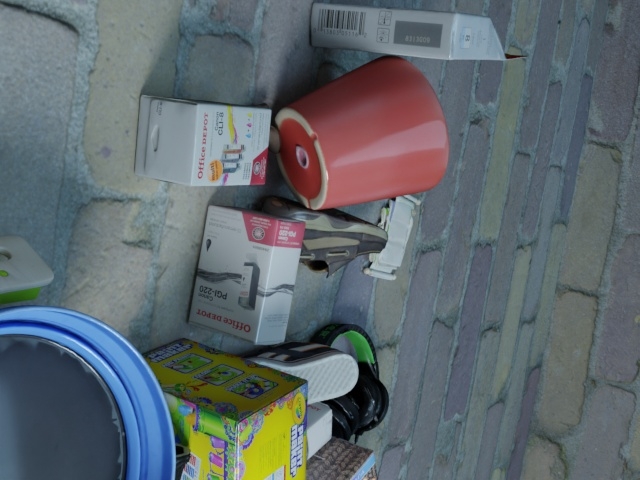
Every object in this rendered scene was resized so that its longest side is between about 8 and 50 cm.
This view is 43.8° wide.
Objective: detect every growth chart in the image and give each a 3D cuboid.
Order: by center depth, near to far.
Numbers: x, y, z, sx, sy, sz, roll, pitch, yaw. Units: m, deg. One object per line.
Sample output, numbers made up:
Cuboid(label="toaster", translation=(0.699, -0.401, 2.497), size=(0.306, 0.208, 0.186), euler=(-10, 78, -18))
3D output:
Cuboid(label="growth chart", translation=(0.175, -0.015, 1.926), size=(0.172, 0.021, 0.237), euler=(30, 76, -55))

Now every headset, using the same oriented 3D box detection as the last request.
Cuboid(label="headset", translation=(0.076, 0.382, 1.765), size=(0.243, 0.185, 0.394), euler=(-12, 99, -53))

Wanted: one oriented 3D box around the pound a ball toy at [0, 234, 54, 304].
Cuboid(label="pound a ball toy", translation=(-0.498, 0.104, 0.911), size=(0.319, 0.135, 0.208), euler=(-11, 135, -54))

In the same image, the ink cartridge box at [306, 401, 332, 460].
Cuboid(label="ink cartridge box", translation=(-0.086, 0.385, 1.567), size=(0.190, 0.139, 0.082), euler=(-28, 124, -49))

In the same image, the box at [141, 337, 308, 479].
Cuboid(label="box", translation=(-0.183, 0.348, 1.289), size=(0.177, 0.279, 0.290), euler=(-20, 117, -52))

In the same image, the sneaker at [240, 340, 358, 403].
Cuboid(label="sneaker", translation=(-0.092, 0.272, 1.554), size=(0.321, 0.127, 0.126), euler=(-2, 97, -30))

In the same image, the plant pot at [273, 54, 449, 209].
Cuboid(label="plant pot", translation=(0.062, -0.185, 1.477), size=(0.243, 0.275, 0.275), euler=(-21, 120, -25))

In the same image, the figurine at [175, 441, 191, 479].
Cuboid(label="figurine", translation=(-0.313, 0.381, 1.176), size=(0.092, 0.214, 0.209), euler=(12, 93, -63))

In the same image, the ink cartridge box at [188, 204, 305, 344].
Cuboid(label="ink cartridge box", translation=(-0.129, 0.058, 1.379), size=(0.092, 0.158, 0.218), euler=(2, 99, -57))

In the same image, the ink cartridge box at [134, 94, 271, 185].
Cuboid(label="ink cartridge box", translation=(-0.184, -0.156, 1.256), size=(0.176, 0.127, 0.128), euler=(-8, 108, -54))

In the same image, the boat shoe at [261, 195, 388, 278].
Cuboid(label="boat shoe", translation=(0.000, 0.000, 1.602), size=(0.355, 0.132, 0.130), euler=(11, 101, -48))

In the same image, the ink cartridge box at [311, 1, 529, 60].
Cuboid(label="ink cartridge box", translation=(0.213, -0.416, 1.591), size=(0.385, 0.308, 0.091), euler=(-19, 117, -52))

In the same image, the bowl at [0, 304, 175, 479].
Cuboid(label="bowl", translation=(-0.341, 0.271, 0.899), size=(0.391, 0.077, 0.391), euler=(8, 80, -48))

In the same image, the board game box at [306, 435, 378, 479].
Cuboid(label="board game box", translation=(-0.006, 0.552, 1.659), size=(0.141, 0.232, 0.291), euler=(-39, 130, -43))

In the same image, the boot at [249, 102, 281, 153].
Cuboid(label="boot", translation=(-0.118, -0.188, 1.427), size=(0.087, 0.042, 0.118), euler=(-42, 132, -32))
